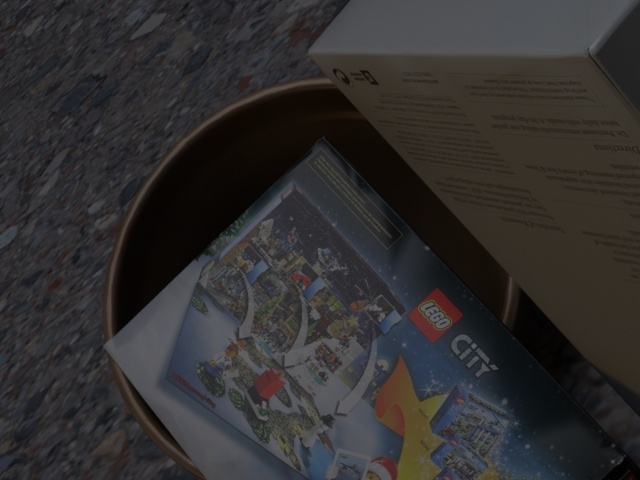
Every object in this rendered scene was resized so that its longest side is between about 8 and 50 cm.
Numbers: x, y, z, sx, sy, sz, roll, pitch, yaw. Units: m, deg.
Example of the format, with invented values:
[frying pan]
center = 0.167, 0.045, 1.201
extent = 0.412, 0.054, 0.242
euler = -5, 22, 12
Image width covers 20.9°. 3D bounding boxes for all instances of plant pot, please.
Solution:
[plant pot]
center = 0.009, 0.036, 0.960
extent = 0.237, 0.110, 0.237
euler = -7, 70, 19

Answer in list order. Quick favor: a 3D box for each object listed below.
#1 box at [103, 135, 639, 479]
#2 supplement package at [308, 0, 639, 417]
[box]
center = 0.020, 0.082, 0.851
extent = 0.159, 0.044, 0.233
euler = -43, 62, 2
[supplement package]
center = 0.180, -0.056, 0.710
extent = 0.198, 0.262, 0.199
euler = -51, 25, -14
